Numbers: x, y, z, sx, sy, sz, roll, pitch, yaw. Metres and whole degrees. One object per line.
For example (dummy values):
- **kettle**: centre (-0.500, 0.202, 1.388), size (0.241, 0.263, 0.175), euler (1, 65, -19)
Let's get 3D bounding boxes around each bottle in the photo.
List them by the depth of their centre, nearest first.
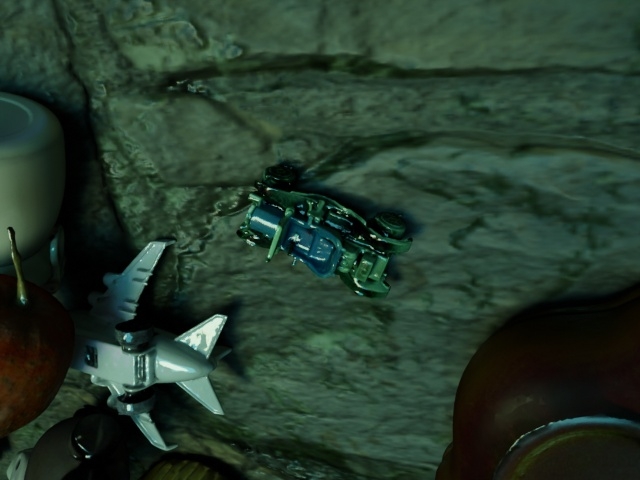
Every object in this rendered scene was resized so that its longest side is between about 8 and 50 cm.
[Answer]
- **bottle**: centre (-0.345, -0.023, 0.554), size (0.148, 0.147, 0.236), euler (22, 125, 9)

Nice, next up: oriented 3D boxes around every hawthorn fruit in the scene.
- **hawthorn fruit**: centre (-0.303, 0.094, 0.496), size (0.203, 0.162, 0.162), euler (-42, 95, 8)

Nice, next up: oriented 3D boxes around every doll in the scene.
- **doll**: centre (-0.310, 0.298, 0.646), size (0.117, 0.182, 0.257), euler (25, 138, -30)

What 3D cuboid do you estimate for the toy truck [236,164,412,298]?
- **toy truck**: centre (-0.001, -0.001, 0.479), size (0.154, 0.078, 0.080), euler (24, 119, 7)

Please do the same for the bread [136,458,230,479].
- **bread**: centre (-0.167, 0.417, 0.683), size (0.253, 0.142, 0.227), euler (46, 126, -6)

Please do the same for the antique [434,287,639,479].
- **antique**: centre (0.218, 0.171, 0.450), size (0.223, 0.129, 0.278), euler (43, 117, 0)

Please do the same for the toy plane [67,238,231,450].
- **toy plane**: centre (-0.224, 0.119, 0.593), size (0.255, 0.101, 0.251), euler (7, 103, 16)
